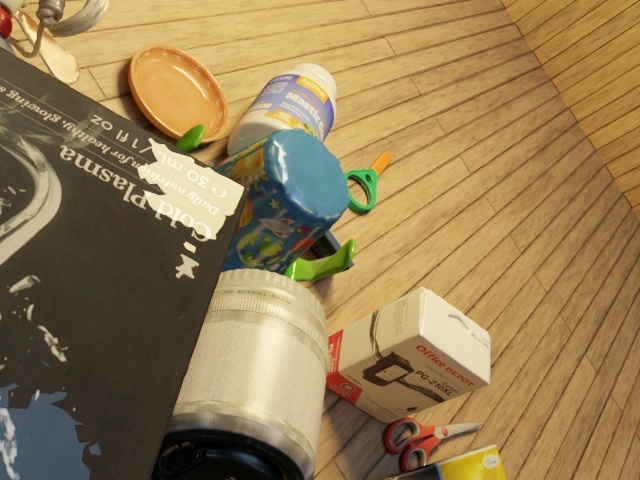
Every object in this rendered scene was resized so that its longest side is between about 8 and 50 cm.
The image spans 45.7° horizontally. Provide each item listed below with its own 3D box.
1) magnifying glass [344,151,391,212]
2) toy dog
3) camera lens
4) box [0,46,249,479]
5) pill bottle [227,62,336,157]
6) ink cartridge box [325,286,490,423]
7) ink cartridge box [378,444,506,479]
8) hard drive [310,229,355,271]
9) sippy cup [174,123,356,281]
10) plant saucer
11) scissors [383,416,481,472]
[{"bbox_3d":[0.103,-0.134,1.644,0.092,0.026,0.231,51,40,-8],"label":"magnifying glass"},{"bbox_3d":[-0.408,-0.203,1.005,0.220,0.161,0.333,19,75,10],"label":"toy dog"},{"bbox_3d":[-0.104,0.202,1.005,0.219,0.219,0.274,37,38,-24],"label":"camera lens"},{"bbox_3d":[-0.380,0.070,0.687,0.480,0.297,0.471,29,46,-17],"label":"box"},{"bbox_3d":[-0.057,-0.224,1.421,0.152,0.152,0.272,44,40,-17],"label":"pill bottle"},{"bbox_3d":[0.140,0.199,1.269,0.172,0.237,0.100,36,42,-26],"label":"ink cartridge box"},{"bbox_3d":[0.243,0.526,1.281,0.304,0.072,0.307,2,65,-47],"label":"ink cartridge box"},{"bbox_3d":[0.000,0.000,1.378,0.022,0.094,0.135,-38,96,-22],"label":"hard drive"},{"bbox_3d":[-0.083,-0.059,1.217,0.306,0.224,0.240,2,63,-47],"label":"sippy cup"},{"bbox_3d":[-0.250,-0.250,1.322,0.200,0.037,0.199,27,47,-32],"label":"plant saucer"},{"bbox_3d":[0.218,0.353,1.424,0.297,0.021,0.109,-16,76,-50],"label":"scissors"}]
